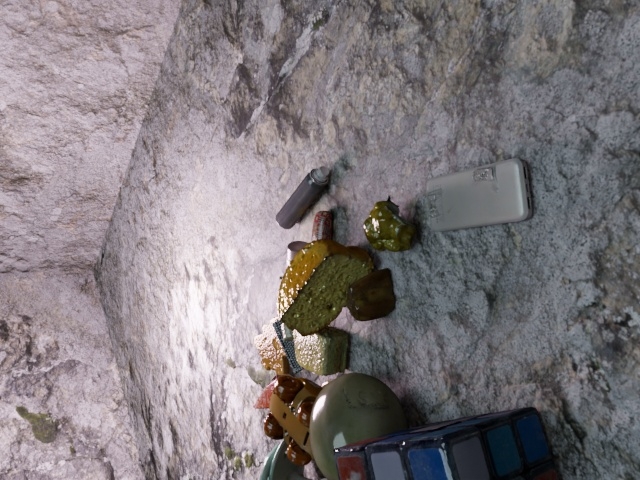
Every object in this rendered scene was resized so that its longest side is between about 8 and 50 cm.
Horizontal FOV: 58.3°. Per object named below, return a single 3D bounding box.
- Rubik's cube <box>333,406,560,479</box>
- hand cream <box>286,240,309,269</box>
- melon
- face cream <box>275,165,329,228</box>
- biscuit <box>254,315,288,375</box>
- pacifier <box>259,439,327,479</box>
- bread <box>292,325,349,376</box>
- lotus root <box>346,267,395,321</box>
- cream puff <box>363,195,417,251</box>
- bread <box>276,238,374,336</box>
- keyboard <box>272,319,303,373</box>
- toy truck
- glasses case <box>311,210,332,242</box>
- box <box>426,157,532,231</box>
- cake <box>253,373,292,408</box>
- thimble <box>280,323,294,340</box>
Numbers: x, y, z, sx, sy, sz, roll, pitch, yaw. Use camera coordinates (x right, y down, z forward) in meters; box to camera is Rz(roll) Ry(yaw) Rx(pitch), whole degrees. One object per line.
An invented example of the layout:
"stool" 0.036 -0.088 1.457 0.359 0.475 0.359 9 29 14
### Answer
"Rubik's cube" 0.289 0.571 1.230 0.362 0.363 0.358 -35 65 49
"hand cream" -0.079 0.124 1.952 0.133 0.083 0.247 39 134 48
"melon" 0.103 0.503 1.537 0.268 0.268 0.330 -56 23 37
"face cream" -0.058 -0.145 1.918 0.283 0.073 0.073 -49 53 42
"biscuit" -0.157 0.368 2.079 0.212 0.041 0.238 43 118 43
"pacifier" -0.067 0.792 1.825 0.269 0.288 0.343 2 97 27
"bread" -0.001 0.341 1.821 0.196 0.102 0.138 4 92 55
"lotus root" 0.144 0.171 1.626 0.095 0.135 0.159 43 137 43
"cream puff" 0.182 -0.029 1.560 0.156 0.121 0.156 11 105 50
"bread" -0.006 0.116 1.735 0.340 0.194 0.179 -53 36 24
"keyboard" -0.109 0.363 1.994 0.060 0.018 0.195 -35 72 22
"toy truck" -0.030 0.550 1.772 0.288 0.212 0.204 34 116 44
"glasses case" 0.000 0.000 1.860 0.073 0.049 0.194 5 94 54
"box" 0.370 -0.103 1.375 0.285 0.044 0.142 -8 86 52
"cake" -0.152 0.575 2.034 0.220 0.086 0.116 -58 45 34
"thimble" -0.087 0.304 1.943 0.084 0.110 0.062 -13 74 7
